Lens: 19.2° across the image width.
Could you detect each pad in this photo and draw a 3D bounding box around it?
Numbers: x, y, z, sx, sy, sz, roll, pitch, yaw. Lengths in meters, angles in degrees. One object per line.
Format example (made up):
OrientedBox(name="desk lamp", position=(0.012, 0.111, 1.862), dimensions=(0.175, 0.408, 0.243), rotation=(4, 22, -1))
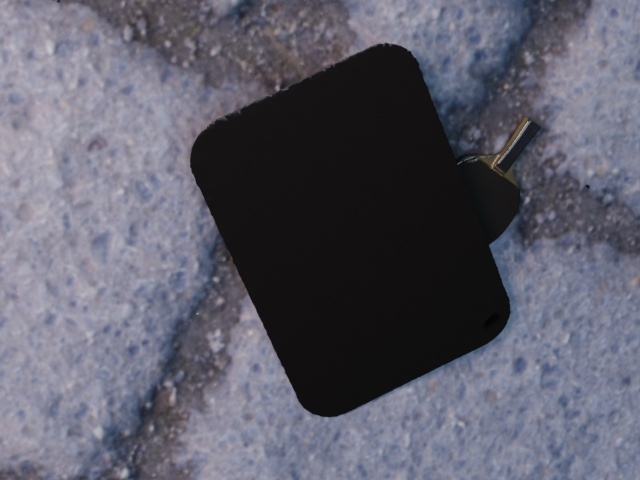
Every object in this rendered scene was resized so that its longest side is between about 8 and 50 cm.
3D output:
OrientedBox(name="pad", position=(-0.001, 0.001, 1.908), dimensions=(0.315, 0.063, 0.375), rotation=(-25, 120, -5))

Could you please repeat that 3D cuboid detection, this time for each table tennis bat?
OrientedBox(name="table tennis bat", position=(0.173, -0.058, 1.947), dimensions=(0.095, 0.014, 0.158), rotation=(34, 95, -23))
